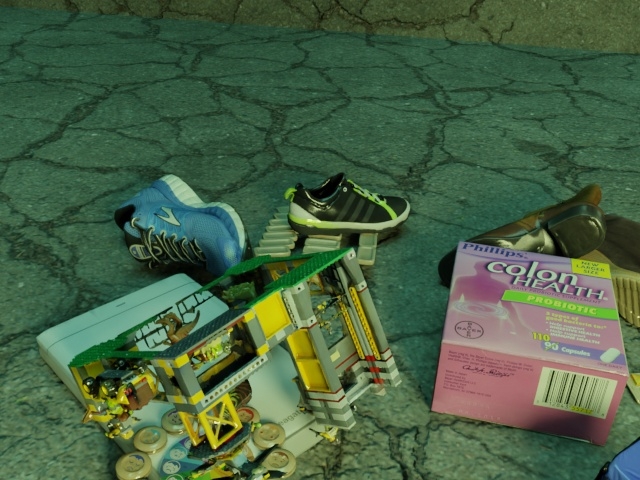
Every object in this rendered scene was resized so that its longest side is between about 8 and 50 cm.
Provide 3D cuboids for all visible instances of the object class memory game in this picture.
[{"bbox_3d":[-0.117,0.233,0.728,0.186,0.012,0.186,2,31,-1],"label":"memory game"}]

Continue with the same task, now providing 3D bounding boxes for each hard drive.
[{"bbox_3d":[-0.169,0.171,0.885,0.233,0.047,0.353,-24,41,-37],"label":"hard drive"}]

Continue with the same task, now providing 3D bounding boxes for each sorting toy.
[{"bbox_3d":[0.437,0.199,0.913,0.062,0.012,0.083,1,31,-3],"label":"sorting toy"}]

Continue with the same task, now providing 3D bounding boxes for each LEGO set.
[{"bbox_3d":[-0.075,0.150,0.744,0.255,0.192,0.331,-12,14,38],"label":"LEGO set"}]

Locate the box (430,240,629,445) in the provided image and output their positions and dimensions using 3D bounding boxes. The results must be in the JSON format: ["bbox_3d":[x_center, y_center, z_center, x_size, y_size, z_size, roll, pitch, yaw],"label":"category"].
[{"bbox_3d":[0.271,0.123,0.928,0.214,0.117,0.243,9,31,12],"label":"box"}]

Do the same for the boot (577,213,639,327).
[{"bbox_3d":[0.509,0.036,1.100,0.207,0.090,0.248,-32,38,-32],"label":"boot"}]

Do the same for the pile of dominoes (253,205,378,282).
[{"bbox_3d":[0.000,0.000,1.213,0.196,0.040,0.251,5,23,5],"label":"pile of dominoes"}]

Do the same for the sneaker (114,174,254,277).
[{"bbox_3d":[-0.220,0.004,1.109,0.147,0.129,0.330,-31,36,-29],"label":"sneaker"}]

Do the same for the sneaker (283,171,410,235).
[{"bbox_3d":[0.053,-0.067,1.201,0.235,0.097,0.084,-7,26,-22],"label":"sneaker"}]

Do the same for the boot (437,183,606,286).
[{"bbox_3d":[0.338,-0.018,1.169,0.264,0.096,0.280,-29,5,23],"label":"boot"}]

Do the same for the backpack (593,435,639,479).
[{"bbox_3d":[0.316,0.268,0.691,0.098,0.120,0.101,-13,44,-28],"label":"backpack"}]
